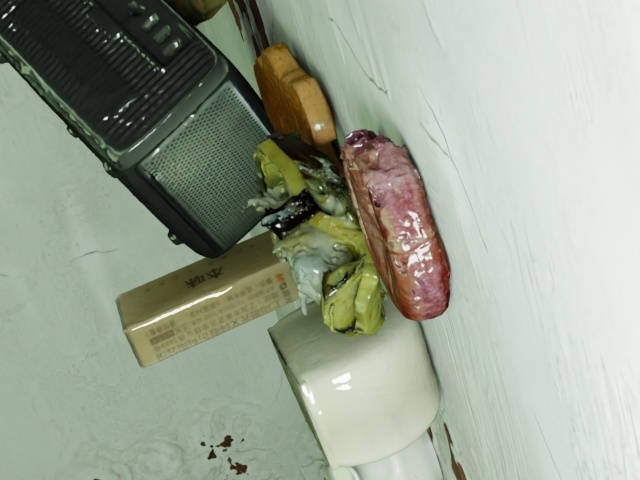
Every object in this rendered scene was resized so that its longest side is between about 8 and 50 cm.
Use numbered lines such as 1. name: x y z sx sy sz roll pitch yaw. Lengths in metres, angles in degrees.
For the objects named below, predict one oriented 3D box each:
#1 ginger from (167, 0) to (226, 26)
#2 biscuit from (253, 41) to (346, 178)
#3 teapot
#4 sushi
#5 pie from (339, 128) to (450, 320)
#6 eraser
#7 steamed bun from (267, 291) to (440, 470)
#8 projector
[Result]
1. ginger: -0.211 -0.436 2.227 0.152 0.138 0.267 -54 51 32
2. biscuit: -0.021 -0.154 1.849 0.334 0.047 0.202 -127 19 -63
3. teapot: 0.082 0.305 1.967 0.298 0.139 0.204 103 144 -78
4. sushi: -0.001 0.003 1.632 0.291 0.131 0.139 54 161 44
5. pie: 0.072 -0.017 1.422 0.219 0.054 0.204 137 113 -84
6. eraser: -0.140 0.073 2.195 0.144 0.343 0.078 -127 13 -66
7. steamed bun: 0.047 0.153 1.667 0.241 0.164 0.146 -133 22 -71
8. projector: -0.263 -0.210 2.125 0.395 0.242 0.405 46 177 25
